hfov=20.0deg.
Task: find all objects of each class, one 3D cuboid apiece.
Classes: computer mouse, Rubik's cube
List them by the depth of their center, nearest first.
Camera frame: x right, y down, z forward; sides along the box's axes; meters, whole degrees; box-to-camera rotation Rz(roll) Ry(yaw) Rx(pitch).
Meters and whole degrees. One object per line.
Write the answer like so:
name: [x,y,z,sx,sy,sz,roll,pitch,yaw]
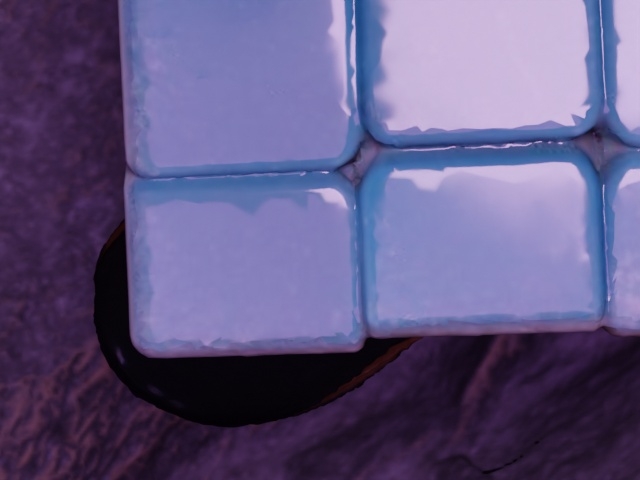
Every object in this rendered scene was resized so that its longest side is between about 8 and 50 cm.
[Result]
Rubik's cube: [0.074,-0.113,0.916,0.316,0.319,0.322,-1,92,4]
computer mouse: [0.000,0.002,1.143,0.323,0.116,0.183,-36,104,11]
